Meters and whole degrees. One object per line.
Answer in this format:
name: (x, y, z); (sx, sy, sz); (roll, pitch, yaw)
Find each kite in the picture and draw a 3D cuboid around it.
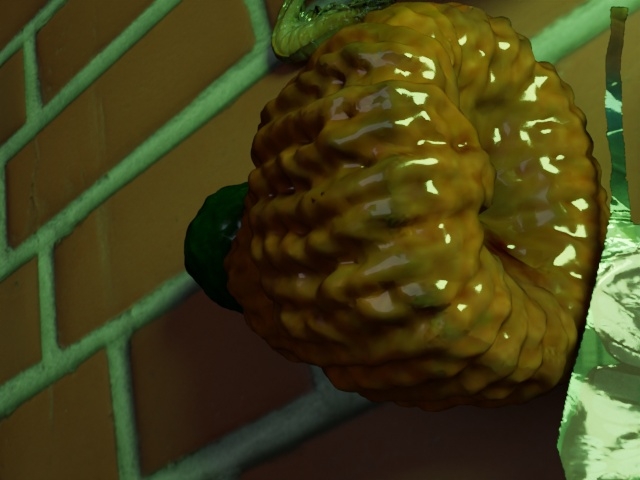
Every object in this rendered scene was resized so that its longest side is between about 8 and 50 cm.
kite: (0.254, 0.011, 0.506); (0.204, 0.022, 0.361); (7, 70, 2)

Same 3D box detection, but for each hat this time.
hat: (0.000, 0.000, 0.628); (0.400, 0.285, 0.285); (-19, 63, 39)

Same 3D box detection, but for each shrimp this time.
shrimp: (0.016, -0.260, 0.865); (0.178, 0.034, 0.124); (-15, 59, 42)
